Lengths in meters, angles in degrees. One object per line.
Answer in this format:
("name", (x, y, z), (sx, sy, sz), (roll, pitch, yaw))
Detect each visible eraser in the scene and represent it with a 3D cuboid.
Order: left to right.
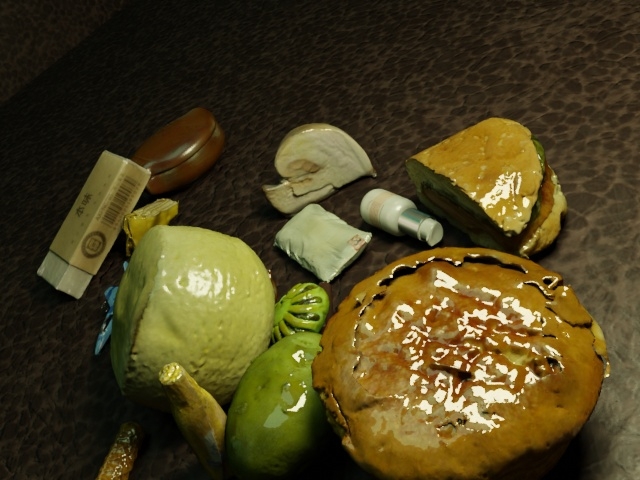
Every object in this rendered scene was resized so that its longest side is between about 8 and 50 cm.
("eraser", (-0.539, -0.041, 1.836), (0.144, 0.078, 0.343), (21, 81, 48))

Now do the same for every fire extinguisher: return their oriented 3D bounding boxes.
("fire extinguisher", (0.017, 0.138, 1.360), (0.049, 0.035, 0.173), (11, 38, -9))

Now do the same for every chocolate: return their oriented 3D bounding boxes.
("chocolate", (-0.183, 0.271, 1.169), (0.086, 0.219, 0.085), (-17, 35, 12))

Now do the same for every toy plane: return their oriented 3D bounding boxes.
("toy plane", (-0.405, 0.144, 1.612), (0.169, 0.078, 0.246), (-9, 47, 27))

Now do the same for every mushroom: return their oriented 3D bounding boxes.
("mushroom", (-0.033, -0.186, 1.671), (0.236, 0.173, 0.162), (-27, 33, 4))

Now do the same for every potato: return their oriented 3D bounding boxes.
("potato", (-0.045, 0.250, 1.155), (0.186, 0.148, 0.253), (1, 48, 41))

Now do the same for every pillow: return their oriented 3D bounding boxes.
("pillow", (0.000, 0.000, 1.521), (0.128, 0.051, 0.229), (-46, 36, -9))

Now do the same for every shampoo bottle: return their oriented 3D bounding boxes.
("shampoo bottle", (0.154, -0.042, 1.442), (0.074, 0.074, 0.192), (-42, 36, -17))

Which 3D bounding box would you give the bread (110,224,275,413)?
("bread", (-0.225, 0.135, 1.324), (0.320, 0.237, 0.320), (-41, 37, 42))

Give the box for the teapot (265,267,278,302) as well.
("teapot", (-0.133, 0.106, 1.458), (0.098, 0.078, 0.129), (7, 49, 40))

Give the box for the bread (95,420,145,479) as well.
("bread", (-0.339, 0.375, 1.303), (0.052, 0.044, 0.157), (-6, 42, 22))

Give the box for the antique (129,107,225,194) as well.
("antique", (-0.363, -0.220, 1.982), (0.223, 0.129, 0.278), (16, 55, 45))

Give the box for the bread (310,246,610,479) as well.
("bread", (0.178, 0.176, 1.020), (0.358, 0.204, 0.337), (-25, 49, -6))

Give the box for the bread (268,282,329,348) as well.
("bread", (-0.045, 0.136, 1.333), (0.139, 0.071, 0.130), (-30, 38, 52))

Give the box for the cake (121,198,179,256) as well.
("cake", (-0.400, -0.029, 1.853), (0.080, 0.116, 0.185), (7, 15, 13))

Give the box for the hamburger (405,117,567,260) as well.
("hamburger", (0.305, -0.116, 1.353), (0.209, 0.162, 0.330), (-38, 31, -9))
